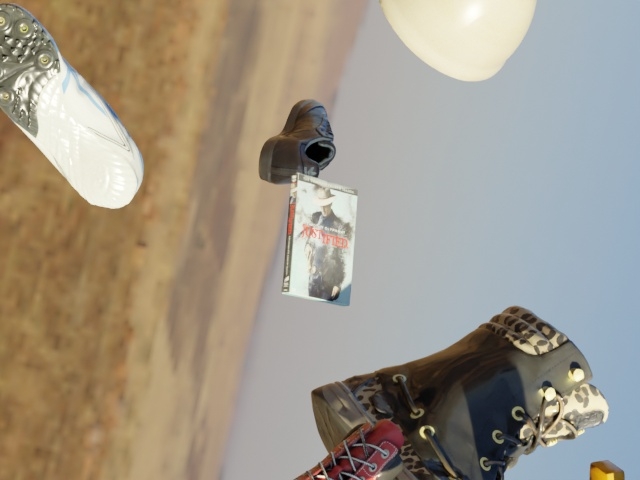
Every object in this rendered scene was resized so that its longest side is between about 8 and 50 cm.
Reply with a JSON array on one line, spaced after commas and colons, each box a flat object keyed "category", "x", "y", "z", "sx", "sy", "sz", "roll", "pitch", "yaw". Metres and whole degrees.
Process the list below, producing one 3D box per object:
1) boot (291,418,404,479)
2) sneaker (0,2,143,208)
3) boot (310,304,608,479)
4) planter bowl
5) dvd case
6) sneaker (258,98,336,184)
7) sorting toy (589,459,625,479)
[{"category": "boot", "x": -0.004, "y": 0.235, "z": 1.767, "sx": 0.176, "sy": 0.088, "sz": 0.244, "roll": -48, "pitch": 161, "yaw": 7}, {"category": "sneaker", "x": -0.260, "y": -0.135, "z": 1.836, "sx": 0.237, "sy": 0.085, "sz": 0.086, "roll": 56, "pitch": 9, "yaw": -22}, {"category": "boot", "x": 0.195, "y": 0.239, "z": 2.032, "sx": 0.377, "sy": 0.284, "sz": 0.138, "roll": 45, "pitch": -26, "yaw": 42}, {"category": "planter bowl", "x": 0.151, "y": -0.254, "z": 1.823, "sx": 0.109, "sy": 0.162, "sz": 0.162, "roll": -42, "pitch": -155, "yaw": 40}, {"category": "dvd case", "x": 0.000, "y": 0.000, "z": 1.816, "sx": 0.013, "sy": 0.087, "sz": 0.119, "roll": -7, "pitch": -105, "yaw": 44}, {"category": "sneaker", "x": -0.012, "y": -0.106, "z": 2.117, "sx": 0.188, "sy": 0.071, "sz": 0.066, "roll": -55, "pitch": 153, "yaw": -59}, {"category": "sorting toy", "x": 0.288, "y": 0.364, "z": 1.648, "sx": 0.229, "sy": 0.041, "sz": 0.307, "roll": -146, "pitch": -126, "yaw": -61}]
